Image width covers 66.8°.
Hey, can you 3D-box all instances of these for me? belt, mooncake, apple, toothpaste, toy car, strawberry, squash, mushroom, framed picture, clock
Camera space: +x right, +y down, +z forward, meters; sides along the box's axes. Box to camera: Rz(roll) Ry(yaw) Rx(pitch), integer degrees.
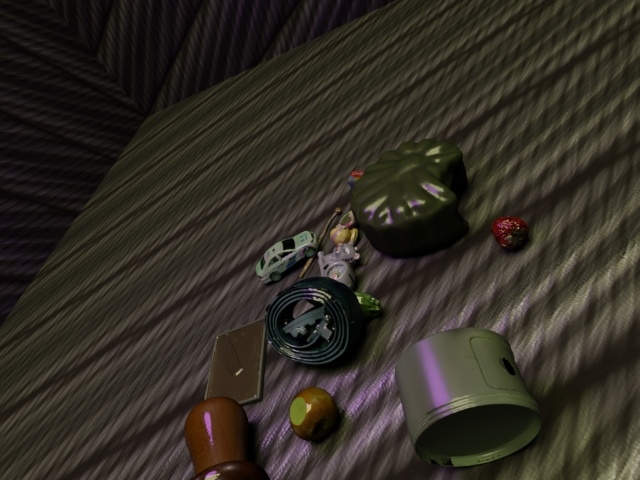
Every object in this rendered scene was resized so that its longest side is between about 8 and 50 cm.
[{"bbox_3d":[-0.024,0.201,1.218,0.267,0.206,0.116,-19,2,30],"label":"belt"},{"bbox_3d":[0.251,-0.128,1.362,0.351,0.187,0.351,-22,42,21],"label":"mooncake"},{"bbox_3d":[-0.017,0.390,1.096,0.114,0.099,0.102,-61,35,9],"label":"apple"},{"bbox_3d":[0.186,-0.210,1.613,0.193,0.044,0.070,3,51,40],"label":"toothpaste"},{"bbox_3d":[-0.111,0.043,1.541,0.224,0.076,0.090,-36,31,11],"label":"toy car"},{"bbox_3d":[0.454,-0.022,1.177,0.083,0.083,0.096,-44,31,-9],"label":"strawberry"},{"bbox_3d":[0.054,0.158,1.273,0.219,0.077,0.068,10,26,21],"label":"squash"},{"bbox_3d":[-0.001,0.003,1.559,0.026,0.028,0.286,29,65,5],"label":"mushroom"},{"bbox_3d":[-0.237,0.352,1.378,0.192,0.018,0.265,-21,40,20],"label":"framed picture"},{"bbox_3d":[0.064,0.076,1.377,0.117,0.080,0.176,-28,37,12],"label":"clock"}]

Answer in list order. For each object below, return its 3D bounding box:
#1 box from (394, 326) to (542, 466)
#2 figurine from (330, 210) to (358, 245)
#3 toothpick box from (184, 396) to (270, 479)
[{"bbox_3d":[0.260,0.286,0.878,0.226,0.226,0.149,-25,39,15],"label":"box"},{"bbox_3d":[0.096,-0.049,1.494,0.083,0.083,0.187,10,55,44],"label":"figurine"},{"bbox_3d":[-0.218,0.499,1.077,0.192,0.192,0.294,-36,30,1],"label":"toothpick box"}]
